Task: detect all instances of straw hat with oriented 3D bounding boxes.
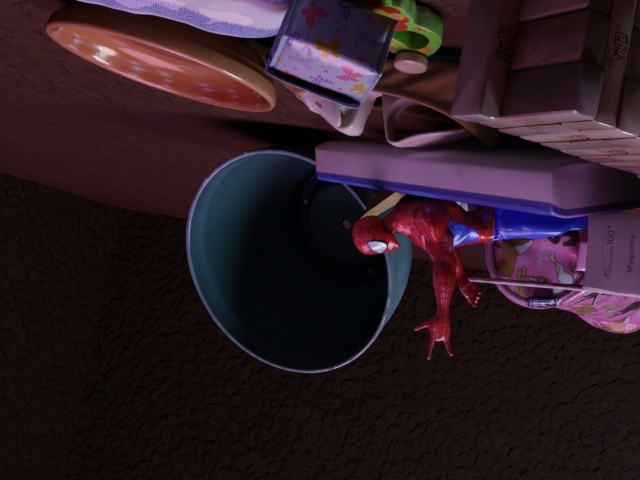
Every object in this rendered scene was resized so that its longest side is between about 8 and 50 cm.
[{"bbox_3d":[0.085,-0.082,1.325,0.144,0.061,0.144,-33,176,-3],"label":"straw hat"}]

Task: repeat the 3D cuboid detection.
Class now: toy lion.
[{"bbox_3d":[0.037,-0.150,0.795,0.100,0.034,0.096,12,169,-11],"label":"toy lion"}]

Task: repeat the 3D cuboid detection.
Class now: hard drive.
[{"bbox_3d":[0.165,-0.063,0.978,0.210,0.040,0.318,-8,-169,-29],"label":"hard drive"}]

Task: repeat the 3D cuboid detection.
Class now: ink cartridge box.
[{"bbox_3d":[0.290,0.018,0.875,0.275,0.060,0.239,5,-179,-37],"label":"ink cartridge box"}]

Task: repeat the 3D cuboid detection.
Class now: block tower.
[{"bbox_3d":[0.246,-0.079,0.733,0.335,0.091,0.097,13,175,-28],"label":"block tower"}]

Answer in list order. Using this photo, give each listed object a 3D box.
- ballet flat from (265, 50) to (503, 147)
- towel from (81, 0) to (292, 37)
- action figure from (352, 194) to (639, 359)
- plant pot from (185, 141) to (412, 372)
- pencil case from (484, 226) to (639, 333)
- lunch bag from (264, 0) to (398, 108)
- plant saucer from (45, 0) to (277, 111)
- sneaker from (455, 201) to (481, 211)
[{"bbox_3d":[0.045,-0.114,0.940,0.232,0.073,0.080,9,176,35],"label":"ballet flat"},{"bbox_3d":[-0.113,-0.182,0.720,0.209,0.034,0.285,11,176,-5],"label":"towel"},{"bbox_3d":[0.164,0.019,1.003,0.280,0.139,0.091,-2,-172,-11],"label":"action figure"},{"bbox_3d":[0.000,0.000,1.537,0.293,0.293,0.196,10,-158,27],"label":"plant pot"},{"bbox_3d":[0.368,0.038,1.652,0.160,0.167,0.386,-31,158,21],"label":"pencil case"},{"bbox_3d":[0.004,-0.121,0.771,0.071,0.053,0.083,20,164,-9],"label":"lunch bag"},{"bbox_3d":[-0.128,-0.158,0.985,0.200,0.037,0.200,17,175,2],"label":"plant saucer"},{"bbox_3d":[0.181,-0.056,1.589,0.077,0.072,0.178,23,171,14],"label":"sneaker"}]
